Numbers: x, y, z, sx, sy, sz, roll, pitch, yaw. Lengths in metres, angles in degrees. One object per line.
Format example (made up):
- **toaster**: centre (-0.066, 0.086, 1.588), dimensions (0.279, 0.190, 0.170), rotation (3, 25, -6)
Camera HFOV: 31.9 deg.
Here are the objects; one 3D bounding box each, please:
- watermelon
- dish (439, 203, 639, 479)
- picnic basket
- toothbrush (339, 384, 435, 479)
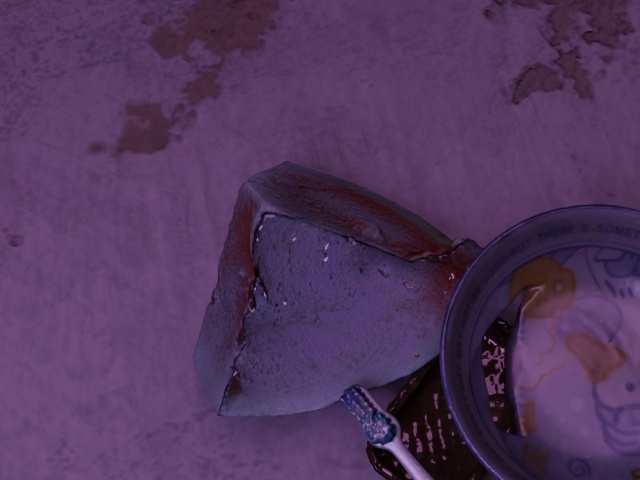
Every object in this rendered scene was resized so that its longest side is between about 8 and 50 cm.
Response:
- **watermelon**: centre (0.000, 0.000, 1.083), dimensions (0.319, 0.214, 0.290), rotation (-22, 48, 11)
- **dish**: centre (0.240, 0.118, 0.995), dimensions (0.273, 0.134, 0.273), rotation (-1, 71, 3)
- **picnic basket**: centre (0.131, 0.164, 1.061), dimensions (0.110, 0.055, 0.193), rotation (36, 70, 16)
- **toothbrush**: centre (0.154, 0.290, 0.964), dimensions (0.042, 0.040, 0.418), rotation (-40, 77, 4)
